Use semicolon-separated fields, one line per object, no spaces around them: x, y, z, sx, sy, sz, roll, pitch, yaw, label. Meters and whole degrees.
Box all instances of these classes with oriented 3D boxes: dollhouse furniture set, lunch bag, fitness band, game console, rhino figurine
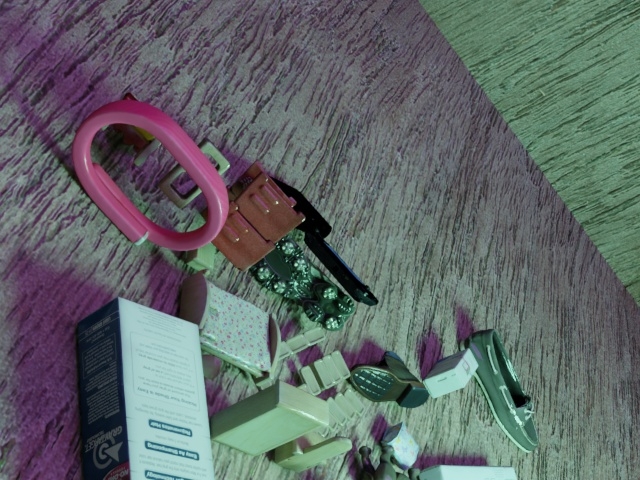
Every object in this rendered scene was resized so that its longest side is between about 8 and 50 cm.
-0.078;0.178;1.812;0.303;0.173;0.356;32;43;-36;dollhouse furniture set
-0.211;-0.135;1.871;0.374;0.152;0.201;47;3;-15;dollhouse furniture set
0.159;0.421;2.111;0.071;0.053;0.083;57;20;-9;lunch bag
-0.284;-0.100;1.730;0.291;0.209;0.054;50;33;-19;fitness band
0.000;0.000;2.115;0.361;0.044;0.213;49;12;25;game console
0.165;0.496;2.032;0.243;0.073;0.106;42;30;-31;rhino figurine

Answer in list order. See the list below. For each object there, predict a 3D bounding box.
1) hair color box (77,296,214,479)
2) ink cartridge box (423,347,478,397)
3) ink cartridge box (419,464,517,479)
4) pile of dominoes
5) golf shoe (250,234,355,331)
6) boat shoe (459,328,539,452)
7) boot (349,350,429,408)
-0.258;0.275;1.539;0.174;0.105;0.347;26;43;-44;hair color box
0.301;0.306;2.393;0.052;0.088;0.122;61;30;-3;ink cartridge box
0.355;0.643;2.199;0.324;0.071;0.330;18;53;-50;ink cartridge box
-0.032;0.283;1.978;0.251;0.040;0.196;-18;80;-52;pile of dominoes
-0.052;0.073;2.077;0.273;0.105;0.120;45;2;-12;golf shoe
0.468;0.373;2.584;0.335;0.095;0.112;59;29;-2;boat shoe
0.126;0.282;2.188;0.219;0.082;0.106;27;21;-38;boot
